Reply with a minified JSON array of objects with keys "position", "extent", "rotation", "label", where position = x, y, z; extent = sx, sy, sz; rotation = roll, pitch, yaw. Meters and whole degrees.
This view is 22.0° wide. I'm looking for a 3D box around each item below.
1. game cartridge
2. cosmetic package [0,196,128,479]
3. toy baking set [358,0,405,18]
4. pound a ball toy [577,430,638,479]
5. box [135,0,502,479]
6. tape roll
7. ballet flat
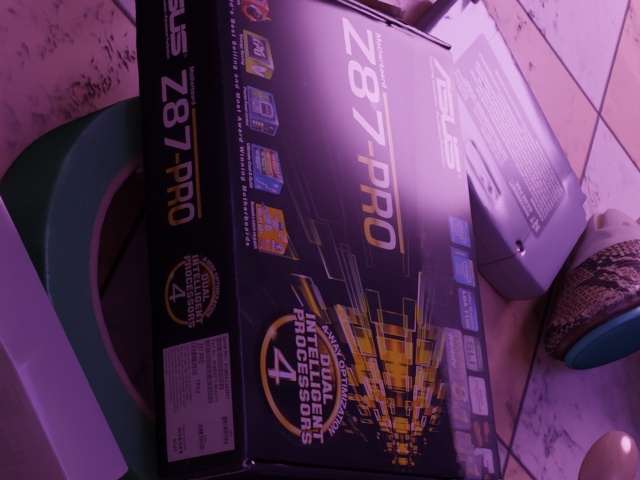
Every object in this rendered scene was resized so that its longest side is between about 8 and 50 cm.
[{"position":[0.170,-0.096,1.689],"extent":[0.198,0.062,0.297],"rotation":[-47,114,-44],"label":"game cartridge"},{"position":[-0.224,0.066,1.092],"extent":[0.060,0.099,0.239],"rotation":[-36,106,-54],"label":"cosmetic package"},{"position":[-0.036,-0.236,1.388],"extent":[0.256,0.197,0.030],"rotation":[9,103,-46],"label":"toy baking set"},{"position":[0.225,0.347,1.460],"extent":[0.136,0.208,0.319],"rotation":[-39,108,-51],"label":"pound a ball toy"},{"position":[0.000,0.000,1.276],"extent":[0.318,0.097,0.395],"rotation":[17,63,-51],"label":"box"},{"position":[-0.112,0.051,1.256],"extent":[0.321,0.077,0.321],"rotation":[23,59,-45],"label":"tape roll"},{"position":[0.377,0.050,1.821],"extent":[0.483,0.164,0.182],"rotation":[4,53,-45],"label":"ballet flat"}]
